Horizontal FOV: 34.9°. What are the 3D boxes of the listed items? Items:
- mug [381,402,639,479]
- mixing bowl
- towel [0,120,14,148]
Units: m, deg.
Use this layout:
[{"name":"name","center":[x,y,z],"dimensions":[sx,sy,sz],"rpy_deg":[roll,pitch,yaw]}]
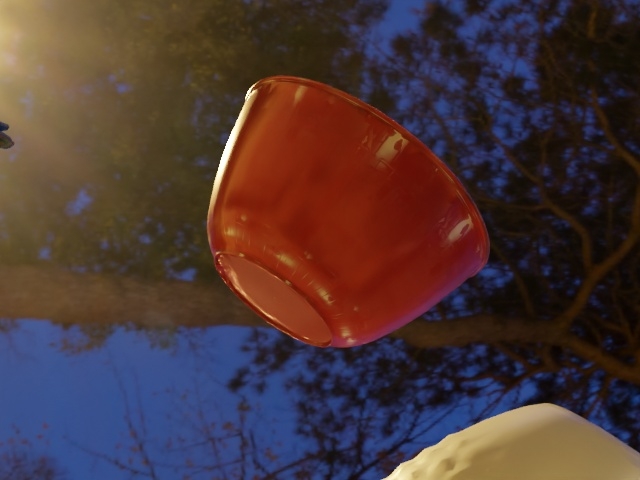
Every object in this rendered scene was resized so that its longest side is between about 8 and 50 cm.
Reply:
[{"name":"mug","center":[0.120,0.289,0.525],"dimensions":[0.374,0.276,0.328],"rpy_deg":[35,-99,35]},{"name":"mixing bowl","center":[0.000,0.000,0.615],"dimensions":[0.181,0.181,0.098],"rpy_deg":[19,-117,38]},{"name":"towel","center":[-0.366,-0.126,0.514],"dimensions":[0.272,0.370,0.040],"rpy_deg":[22,-90,18]}]
